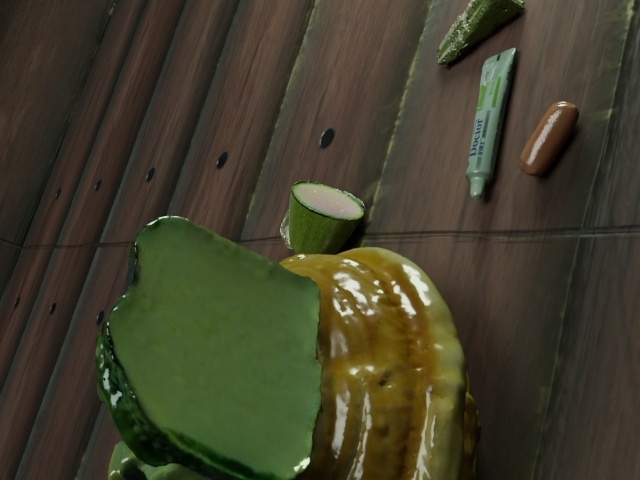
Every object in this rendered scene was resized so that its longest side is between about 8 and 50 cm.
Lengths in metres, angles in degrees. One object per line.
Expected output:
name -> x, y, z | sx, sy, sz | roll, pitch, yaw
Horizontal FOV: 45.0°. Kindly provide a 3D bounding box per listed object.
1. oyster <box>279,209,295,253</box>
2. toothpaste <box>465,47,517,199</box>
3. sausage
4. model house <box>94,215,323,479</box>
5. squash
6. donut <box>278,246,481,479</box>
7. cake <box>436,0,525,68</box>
oyster -> -0.021, -0.013, 1.123 | 0.081, 0.038, 0.083 | 22, 58, 33
toothpaste -> 0.193, -0.136, 0.888 | 0.048, 0.029, 0.197 | -13, 56, 50
sausage -> 0.236, -0.105, 0.802 | 0.083, 0.034, 0.034 | -60, 33, 10
model house -> -0.126, 0.126, 0.674 | 0.189, 0.195, 0.214 | -41, 36, 42
squash -> -0.008, -0.001, 1.047 | 0.105, 0.105, 0.132 | -122, 44, -52
donut -> -0.025, 0.206, 0.822 | 0.449, 0.198, 0.449 | -34, 42, 38
cake -> 0.199, -0.270, 0.971 | 0.140, 0.055, 0.051 | 128, 147, -51
